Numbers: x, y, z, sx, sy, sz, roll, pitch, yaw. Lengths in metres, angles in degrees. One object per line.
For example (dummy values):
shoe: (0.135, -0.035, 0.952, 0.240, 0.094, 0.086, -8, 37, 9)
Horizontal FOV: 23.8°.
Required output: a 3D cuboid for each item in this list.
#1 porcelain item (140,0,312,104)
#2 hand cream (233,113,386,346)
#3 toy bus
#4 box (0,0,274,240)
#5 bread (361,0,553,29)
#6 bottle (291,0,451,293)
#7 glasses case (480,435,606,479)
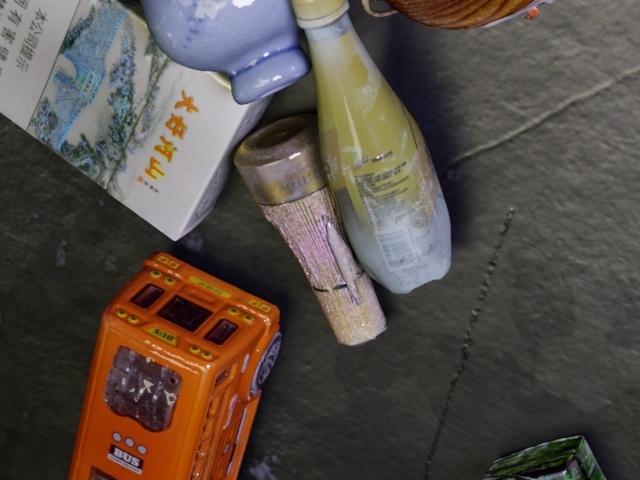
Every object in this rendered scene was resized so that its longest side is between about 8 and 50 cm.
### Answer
porcelain item: (-0.087, -0.230, 1.138, 0.141, 0.141, 0.259, -23, 95, 34)
hand cream: (0.000, 0.000, 1.247, 0.084, 0.084, 0.203, -7, 116, 30)
toy bus: (-0.147, 0.185, 1.368, 0.143, 0.153, 0.329, 25, 124, 12)
box: (-0.177, -0.141, 1.267, 0.256, 0.069, 0.164, 36, 126, 7)
bread: (0.095, -0.246, 1.026, 0.212, 0.142, 0.224, 36, 127, 28)
bottle: (0.035, -0.080, 1.149, 0.083, 0.083, 0.269, -1, 129, 28)
glasses case: (0.238, 0.299, 1.282, 0.095, 0.062, 0.272, -21, 103, 34)
